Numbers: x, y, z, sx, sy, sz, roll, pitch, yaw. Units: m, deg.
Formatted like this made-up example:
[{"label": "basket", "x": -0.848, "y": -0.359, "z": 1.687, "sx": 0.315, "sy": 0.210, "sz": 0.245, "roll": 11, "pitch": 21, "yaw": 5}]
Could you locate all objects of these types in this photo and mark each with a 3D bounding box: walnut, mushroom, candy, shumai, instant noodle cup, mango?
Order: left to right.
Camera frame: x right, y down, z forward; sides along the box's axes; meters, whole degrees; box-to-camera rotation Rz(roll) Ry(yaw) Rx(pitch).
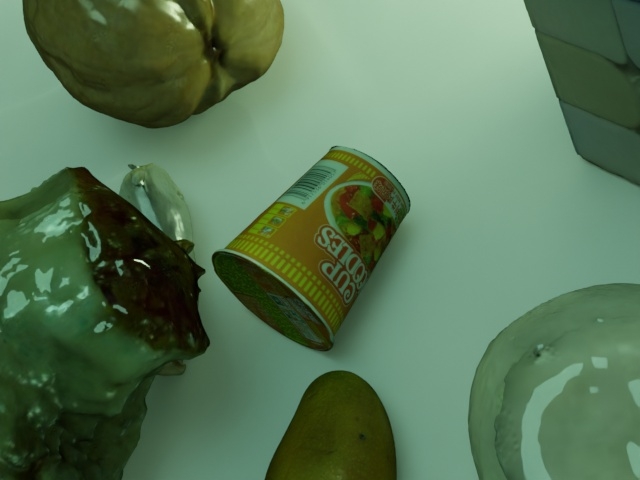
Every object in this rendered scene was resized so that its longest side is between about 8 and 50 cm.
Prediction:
[{"label": "shumai", "x": -0.281, "y": 0.092, "z": 1.157, "sx": 0.323, "sy": 0.324, "sz": 0.397, "roll": -43, "pitch": 59, "yaw": 9}, {"label": "walnut", "x": -0.223, "y": -0.304, "z": 1.432, "sx": 0.306, "sy": 0.306, "sz": 0.344, "roll": -42, "pitch": 56, "yaw": -5}, {"label": "mushroom", "x": -0.191, "y": 0.029, "z": 1.322, "sx": 0.096, "sy": 0.099, "sz": 0.278, "roll": -10, "pitch": 64, "yaw": -7}, {"label": "instant noodle cup", "x": 0.000, "y": 0.000, "z": 1.231, "sx": 0.168, "sy": 0.168, "sz": 0.185, "roll": 25, "pitch": 65, "yaw": 34}, {"label": "mango", "x": 0.011, "y": 0.227, "z": 1.114, "sx": 0.136, "sy": 0.099, "sz": 0.227, "roll": -11, "pitch": 48, "yaw": 26}, {"label": "candy", "x": 0.270, "y": 0.170, "z": 0.975, "sx": 0.295, "sy": 0.185, "sz": 0.295, "roll": -3, "pitch": 65, "yaw": 5}]

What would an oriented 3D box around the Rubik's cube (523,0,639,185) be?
[{"label": "Rubik's cube", "x": 0.437, "y": -0.227, "z": 1.044, "sx": 0.346, "sy": 0.347, "sz": 0.344, "roll": 31, "pitch": 75, "yaw": 35}]
